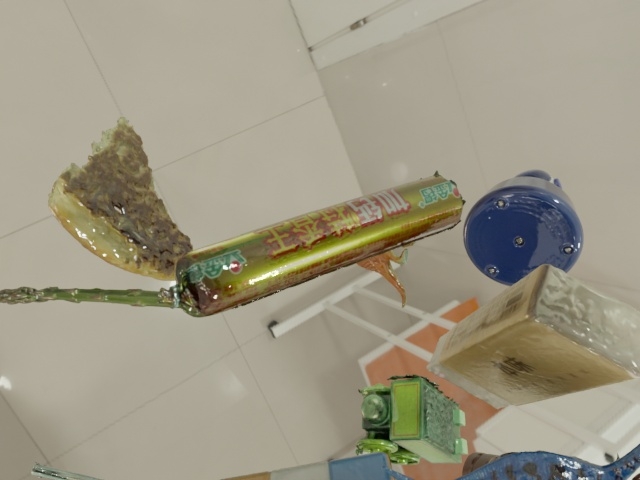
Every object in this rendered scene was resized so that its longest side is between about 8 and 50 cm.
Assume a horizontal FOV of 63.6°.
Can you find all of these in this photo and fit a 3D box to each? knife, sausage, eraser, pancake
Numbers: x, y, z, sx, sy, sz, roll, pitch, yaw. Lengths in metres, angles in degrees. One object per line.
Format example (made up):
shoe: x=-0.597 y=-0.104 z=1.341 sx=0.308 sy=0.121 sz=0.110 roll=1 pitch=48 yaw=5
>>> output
knife: x=-0.454 y=0.447 z=0.965 sx=0.162 sy=0.044 sz=0.023 roll=29 pitch=62 yaw=-25
sausage: x=0.000 y=0.000 z=0.574 sx=0.371 sy=0.082 sz=0.082 roll=-19 pitch=104 yaw=-28
eraser: x=0.270 y=0.150 z=0.706 sx=0.144 sy=0.343 sz=0.078 roll=28 pitch=64 yaw=5
pancake: x=-0.295 y=-0.067 z=0.796 sx=0.266 sy=0.057 sz=0.244 roll=34 pitch=44 yaw=-59

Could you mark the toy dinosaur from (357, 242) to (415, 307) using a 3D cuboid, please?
toy dinosaur: x=0.108 y=0.019 z=1.004 sx=0.057 sy=0.142 sz=0.212 roll=44 pitch=52 yaw=-55

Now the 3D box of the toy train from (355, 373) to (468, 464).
toy train: x=0.195 y=0.401 z=1.129 sx=0.271 sy=0.188 sz=0.159 roll=44 pitch=42 yaw=-43

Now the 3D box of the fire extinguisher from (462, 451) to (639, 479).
fire extinguisher: x=0.327 y=0.340 z=0.738 sx=0.075 sy=0.252 sz=0.106 roll=31 pitch=62 yaw=-26

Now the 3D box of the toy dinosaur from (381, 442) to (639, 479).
toy dinosaur: x=0.244 y=0.278 z=0.560 sx=0.329 sy=0.076 sz=0.144 roll=-19 pitch=104 yaw=21

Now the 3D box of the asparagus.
asparagus: x=-0.249 y=0.068 z=0.612 sx=0.248 sy=0.025 sz=0.024 roll=4 pitch=82 yaw=-12

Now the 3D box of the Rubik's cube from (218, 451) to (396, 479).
Rubik's cube: x=0.009 y=0.643 z=0.960 sx=0.347 sy=0.344 sz=0.346 roll=-14 pitch=135 yaw=5

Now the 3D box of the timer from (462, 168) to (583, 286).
timer: x=0.546 y=-0.079 z=1.366 sx=0.383 sy=0.270 sz=0.270 roll=-47 pitch=119 yaw=-53
